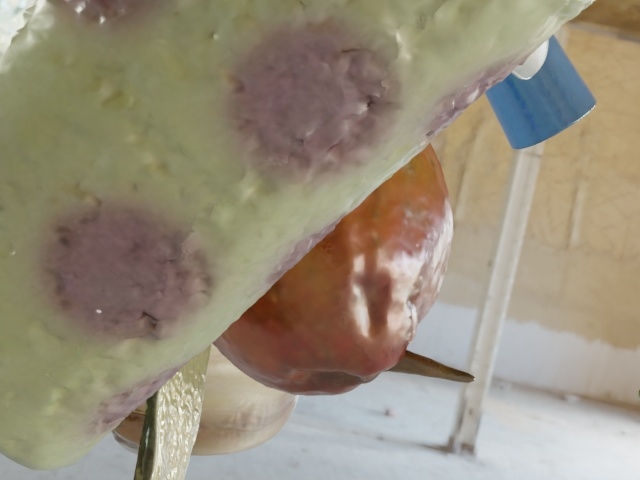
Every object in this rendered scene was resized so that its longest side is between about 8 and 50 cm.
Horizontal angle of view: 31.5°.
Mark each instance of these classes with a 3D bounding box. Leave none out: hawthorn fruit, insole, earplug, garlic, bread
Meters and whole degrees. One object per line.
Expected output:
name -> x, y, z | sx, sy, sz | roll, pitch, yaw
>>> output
hawthorn fruit -> 0.000, 0.000, 0.743 | 0.210, 0.210, 0.262 | 11, 38, -53
insole -> -0.079, 0.110, 0.591 | 0.011, 0.247, 0.081 | 1, -34, 9
earplug -> 0.253, -0.272, 1.546 | 0.273, 0.132, 0.132 | 57, -10, -12
garlic -> -0.108, 0.154, 1.158 | 0.228, 0.110, 0.217 | -13, -36, -8
bread -> -0.066, -0.063, 0.482 | 0.187, 0.338, 0.155 | 40, 22, -23

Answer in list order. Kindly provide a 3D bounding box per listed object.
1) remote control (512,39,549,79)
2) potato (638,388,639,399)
remote control -> 0.138, -0.175, 0.849 | 0.044, 0.073, 0.229 | -13, -11, 20
potato -> 0.312, 0.144, 0.876 | 0.119, 0.054, 0.198 | -1, 9, -4
